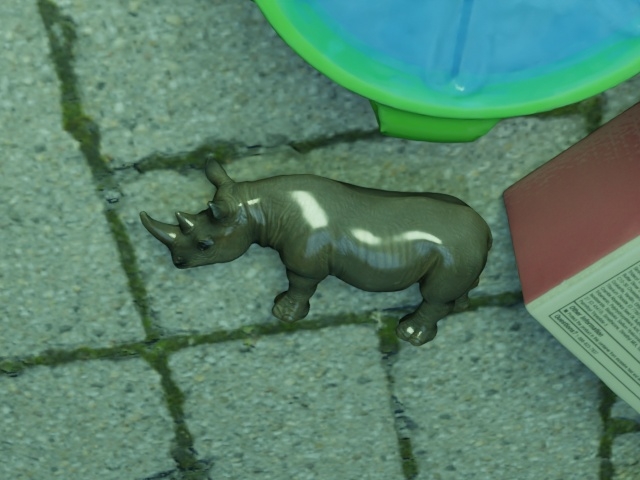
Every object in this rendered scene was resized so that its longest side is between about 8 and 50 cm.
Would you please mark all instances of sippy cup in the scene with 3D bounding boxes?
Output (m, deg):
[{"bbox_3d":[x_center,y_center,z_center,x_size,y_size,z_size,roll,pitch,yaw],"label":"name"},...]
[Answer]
[{"bbox_3d":[0.072,-0.214,0.708,0.240,0.224,0.305,35,121,-28],"label":"sippy cup"}]

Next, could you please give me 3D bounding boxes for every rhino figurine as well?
[{"bbox_3d":[0.000,0.000,0.994,0.243,0.073,0.106,10,134,-10],"label":"rhino figurine"}]

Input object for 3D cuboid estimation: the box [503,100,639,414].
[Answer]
[{"bbox_3d":[0.257,-0.014,0.962,0.232,0.127,0.148,-34,123,24],"label":"box"}]
